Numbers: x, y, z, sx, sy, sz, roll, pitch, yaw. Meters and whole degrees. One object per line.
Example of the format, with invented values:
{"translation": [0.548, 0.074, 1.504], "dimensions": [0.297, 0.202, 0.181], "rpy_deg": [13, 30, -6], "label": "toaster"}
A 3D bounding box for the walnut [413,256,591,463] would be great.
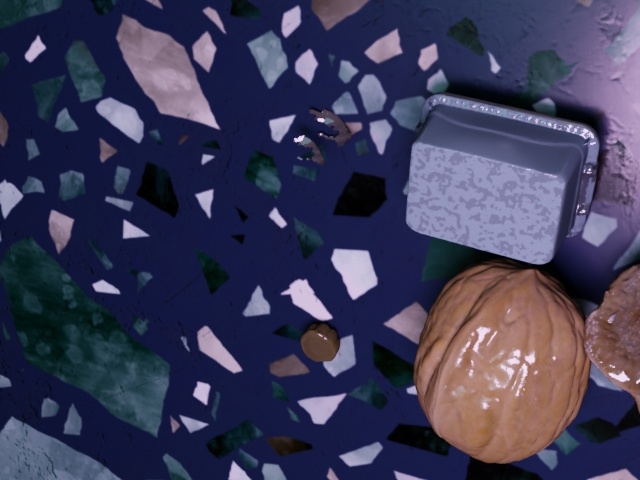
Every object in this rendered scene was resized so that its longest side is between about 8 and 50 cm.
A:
{"translation": [0.226, 0.147, 1.396], "dimensions": [0.225, 0.225, 0.260], "rpy_deg": [24, 117, 15], "label": "walnut"}

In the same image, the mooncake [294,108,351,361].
{"translation": [-0.002, 0.004, 1.527], "dimensions": [0.150, 0.057, 0.346], "rpy_deg": [20, 113, 2], "label": "mooncake"}

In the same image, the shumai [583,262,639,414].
{"translation": [0.403, 0.124, 1.350], "dimensions": [0.161, 0.210, 0.153], "rpy_deg": [45, 157, 26], "label": "shumai"}

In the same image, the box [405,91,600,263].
{"translation": [0.213, -0.074, 1.363], "dimensions": [0.227, 0.130, 0.162], "rpy_deg": [15, 129, 17], "label": "box"}
